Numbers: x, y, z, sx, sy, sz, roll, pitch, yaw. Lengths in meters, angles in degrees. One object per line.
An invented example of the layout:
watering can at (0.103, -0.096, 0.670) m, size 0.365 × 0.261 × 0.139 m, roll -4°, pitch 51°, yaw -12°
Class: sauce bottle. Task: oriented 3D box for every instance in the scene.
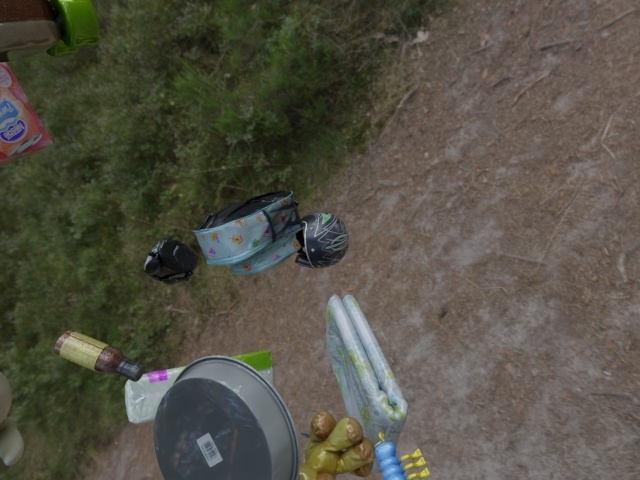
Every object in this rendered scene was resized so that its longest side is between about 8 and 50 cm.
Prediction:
sauce bottle at (-0.323, 0.173, 0.619) m, size 0.042 × 0.128 × 0.042 m, roll 22°, pitch -90°, yaw -84°

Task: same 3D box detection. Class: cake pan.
cake pan at (-0.174, 0.348, 0.717) m, size 0.293 × 0.054 × 0.293 m, roll 1°, pitch 93°, yaw 26°

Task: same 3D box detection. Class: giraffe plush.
giraffe plush at (-0.002, 0.498, 0.917) m, size 0.210 × 0.181 × 0.170 m, roll -19°, pitch 15°, yaw 35°

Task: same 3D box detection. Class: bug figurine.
bug figurine at (0.078, 0.471, 0.685) m, size 0.279 × 0.072 × 0.216 m, roll -54°, pitch 35°, yaw 21°

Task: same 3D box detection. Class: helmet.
helmet at (0.000, 0.000, 1.165) m, size 0.161 × 0.169 × 0.169 m, roll 5°, pitch 73°, yaw 47°

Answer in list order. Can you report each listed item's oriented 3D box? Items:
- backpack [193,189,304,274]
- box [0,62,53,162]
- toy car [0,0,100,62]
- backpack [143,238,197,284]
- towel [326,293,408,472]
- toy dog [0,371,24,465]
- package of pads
backpack at (-0.144, -0.010, 0.830) m, size 0.166 × 0.188 × 0.144 m, roll -1°, pitch 105°, yaw 47°
box at (-0.614, -0.157, 0.658) m, size 0.300 × 0.142 × 0.154 m, roll -13°, pitch 22°, yaw 18°
toy car at (-0.328, -0.264, 0.383) m, size 0.149 × 0.155 × 0.188 m, roll 14°, pitch 124°, yaw 44°
backpack at (-0.502, 0.071, 1.397) m, size 0.182 × 0.152 × 0.115 m, roll -27°, pitch 32°, yaw 44°
towel at (0.104, 0.368, 1.109) m, size 0.374 × 0.090 × 0.320 m, roll -116°, pitch 17°, yaw -44°
toy dog at (-0.714, 0.277, 0.670) m, size 0.284 × 0.395 × 0.408 m, roll -41°, pitch -1°, yaw -22°
package of pads at (-0.272, 0.333, 0.946) m, size 0.229 × 0.296 × 0.101 m, roll 134°, pitch 127°, yaw -59°
